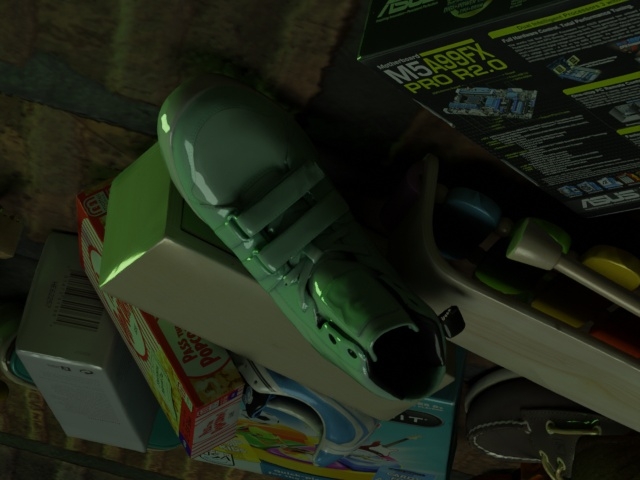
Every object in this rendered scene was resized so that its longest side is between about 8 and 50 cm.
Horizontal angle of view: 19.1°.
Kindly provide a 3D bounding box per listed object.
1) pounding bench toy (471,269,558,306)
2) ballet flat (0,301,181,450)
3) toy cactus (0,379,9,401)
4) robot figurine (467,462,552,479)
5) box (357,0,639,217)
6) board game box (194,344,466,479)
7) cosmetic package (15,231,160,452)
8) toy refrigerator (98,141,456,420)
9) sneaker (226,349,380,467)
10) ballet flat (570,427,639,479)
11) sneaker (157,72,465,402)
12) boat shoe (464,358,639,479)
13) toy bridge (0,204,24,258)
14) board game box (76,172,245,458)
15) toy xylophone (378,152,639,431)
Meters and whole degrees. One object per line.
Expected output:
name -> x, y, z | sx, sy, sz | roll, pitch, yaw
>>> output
pounding bench toy -> 0.143, 0.064, 1.440 | 0.052, 0.083, 0.065 | 26, 154, -27
ballet flat -> -0.225, 0.129, 1.838 | 0.086, 0.086, 0.248 | -6, 149, 40
toy cactus -> -0.353, 0.086, 1.732 | 0.112, 0.219, 0.180 | -11, 126, -13
robot figurine -> 0.280, 0.273, 1.819 | 0.291, 0.085, 0.211 | 20, 147, -25
box -> 0.190, -0.101, 1.054 | 0.216, 0.060, 0.270 | 31, 152, -35
board game box -> -0.001, 0.142, 1.716 | 0.254, 0.079, 0.336 | 11, 158, 7
cosmetic package -> -0.193, 0.093, 1.667 | 0.086, 0.117, 0.231 | 11, 156, 8
toy refrigerator -> -0.024, 0.028, 1.407 | 0.270, 0.102, 0.094 | 27, 136, -28
sneaker -> -0.054, 0.082, 1.512 | 0.237, 0.086, 0.085 | 43, 161, 9
ballet flat -> 0.344, 0.142, 1.417 | 0.342, 0.124, 0.116 | -19, 146, 14
sneaker -> 0.001, 0.000, 1.247 | 0.256, 0.094, 0.151 | 53, 170, -31
boat shoe -> 0.239, 0.162, 1.596 | 0.117, 0.096, 0.324 | 30, 153, -36
toy bridge -> -0.291, -0.003, 1.562 | 0.026, 0.063, 0.188 | 25, 157, -26
board game box -> -0.126, 0.061, 1.479 | 0.045, 0.193, 0.147 | -27, 163, -15
toy xylophone -> 0.192, 0.046, 1.296 | 0.323, 0.081, 0.236 | 28, 160, -11
